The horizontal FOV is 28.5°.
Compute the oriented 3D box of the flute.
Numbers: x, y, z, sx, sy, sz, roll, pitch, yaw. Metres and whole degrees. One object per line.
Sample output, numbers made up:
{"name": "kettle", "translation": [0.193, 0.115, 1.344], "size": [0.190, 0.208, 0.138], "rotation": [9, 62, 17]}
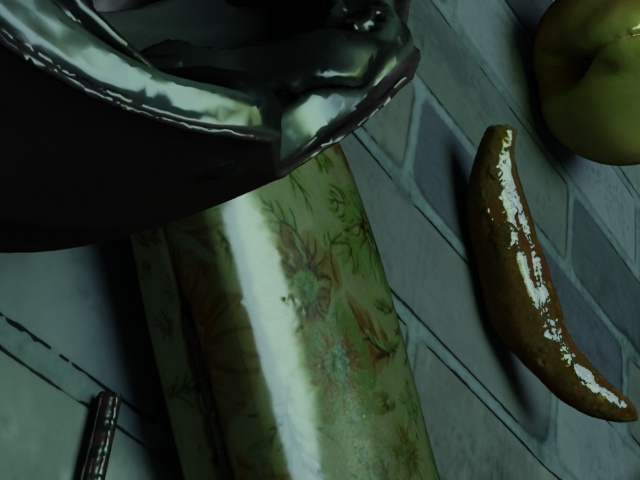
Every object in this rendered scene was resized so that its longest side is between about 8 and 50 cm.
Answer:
{"name": "flute", "translation": [-0.114, 0.187, 0.530], "size": [0.014, 0.014, 0.269], "rotation": [41, 45, -42]}

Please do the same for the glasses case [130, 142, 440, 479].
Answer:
{"name": "glasses case", "translation": [0.000, 0.126, 0.654], "size": [0.156, 0.098, 0.425], "rotation": [-11, 86, -61]}

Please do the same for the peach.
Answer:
{"name": "peach", "translation": [0.283, -0.158, 1.156], "size": [0.184, 0.184, 0.184], "rotation": [30, 53, -49]}

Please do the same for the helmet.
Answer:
{"name": "helmet", "translation": [-0.107, -0.127, 0.503], "size": [0.271, 0.197, 0.338], "rotation": [56, 29, -15]}

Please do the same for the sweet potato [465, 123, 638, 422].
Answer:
{"name": "sweet potato", "translation": [0.162, 0.037, 0.977], "size": [0.058, 0.078, 0.255], "rotation": [141, -74, -81]}
